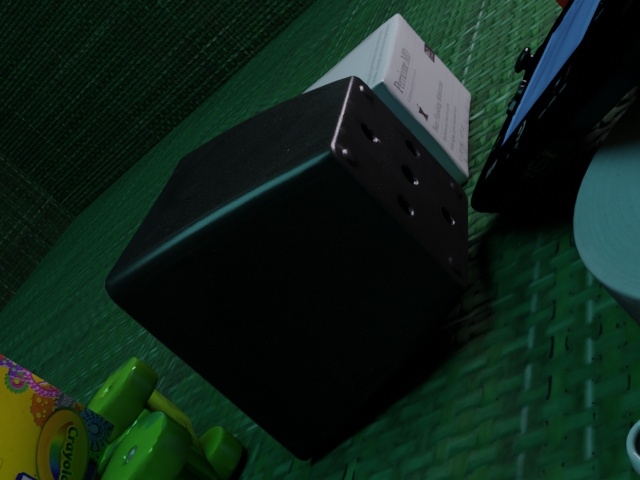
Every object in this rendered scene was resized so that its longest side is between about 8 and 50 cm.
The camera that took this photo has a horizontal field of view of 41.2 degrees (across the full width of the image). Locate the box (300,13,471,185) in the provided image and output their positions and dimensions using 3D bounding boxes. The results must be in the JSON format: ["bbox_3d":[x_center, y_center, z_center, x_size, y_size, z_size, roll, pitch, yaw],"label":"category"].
[{"bbox_3d":[0.039,-0.092,0.816,0.182,0.119,0.181,-36,20,29],"label":"box"}]

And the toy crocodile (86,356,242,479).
[{"bbox_3d":[-0.114,0.171,0.596,0.105,0.115,0.340,-49,18,-7],"label":"toy crocodile"}]

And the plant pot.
[{"bbox_3d":[0.000,0.000,0.592,0.167,0.187,0.188,-36,20,26],"label":"plant pot"}]

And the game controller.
[{"bbox_3d":[0.157,-0.116,0.505,0.166,0.067,0.319,-54,-6,-12],"label":"game controller"}]

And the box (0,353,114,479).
[{"bbox_3d":[-0.307,0.229,0.493,0.279,0.177,0.290,-34,29,35],"label":"box"}]

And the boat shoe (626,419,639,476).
[{"bbox_3d":[0.176,0.065,0.248,0.184,0.063,0.066,-18,33,57],"label":"boat shoe"}]

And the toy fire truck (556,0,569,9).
[{"bbox_3d":[0.243,-0.187,0.677,0.135,0.047,0.192,-29,25,45],"label":"toy fire truck"}]

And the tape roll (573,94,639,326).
[{"bbox_3d":[0.219,-0.035,0.357,0.219,0.072,0.219,-40,19,17],"label":"tape roll"}]
